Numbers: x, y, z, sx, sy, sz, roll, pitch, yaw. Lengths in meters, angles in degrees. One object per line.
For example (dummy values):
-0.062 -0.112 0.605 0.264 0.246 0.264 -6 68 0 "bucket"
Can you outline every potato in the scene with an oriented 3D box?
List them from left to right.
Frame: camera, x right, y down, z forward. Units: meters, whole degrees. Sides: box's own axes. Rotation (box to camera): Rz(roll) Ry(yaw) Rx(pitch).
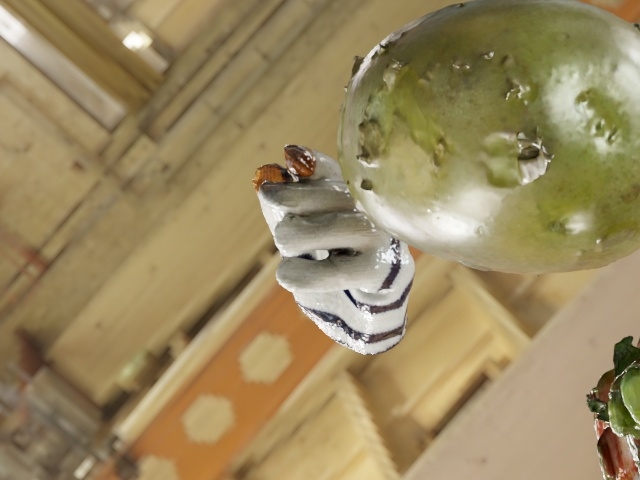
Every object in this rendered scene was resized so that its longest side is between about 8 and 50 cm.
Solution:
0.131 -0.084 1.541 0.359 0.269 0.219 5 -98 61 "potato"

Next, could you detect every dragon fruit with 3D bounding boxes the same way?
0.271 0.128 1.379 0.198 0.269 0.200 -56 -142 -1 "dragon fruit"

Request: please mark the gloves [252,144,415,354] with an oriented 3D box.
0.015 -0.001 1.744 0.131 0.219 0.140 -13 -143 -4 "gloves"
